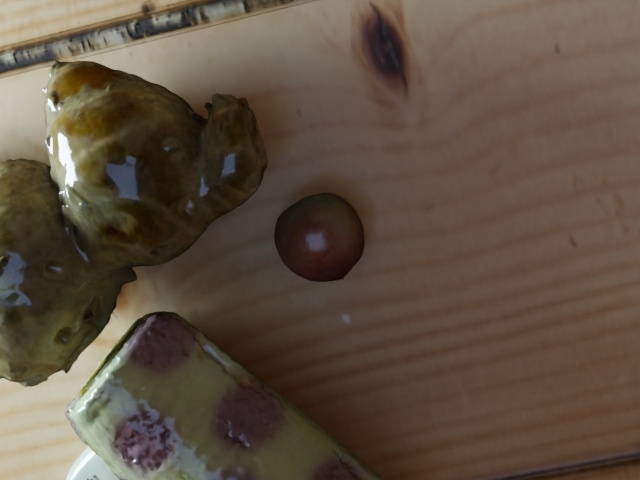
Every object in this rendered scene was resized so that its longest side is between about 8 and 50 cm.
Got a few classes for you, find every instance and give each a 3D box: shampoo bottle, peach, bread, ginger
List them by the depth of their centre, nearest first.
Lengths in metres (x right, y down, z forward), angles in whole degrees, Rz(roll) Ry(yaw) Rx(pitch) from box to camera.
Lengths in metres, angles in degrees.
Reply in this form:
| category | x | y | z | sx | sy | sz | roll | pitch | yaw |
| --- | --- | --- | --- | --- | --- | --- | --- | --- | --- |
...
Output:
| category | x | y | z | sx | sy | sz | roll | pitch | yaw |
| --- | --- | --- | --- | --- | --- | --- | --- | --- | --- |
| ginger | -0.222 | -0.030 | 1.636 | 0.375 | 0.176 | 0.256 | -28 | 84 | 16 |
| peach | 0.000 | -0.002 | 1.652 | 0.083 | 0.083 | 0.083 | 3 | 106 | 9 |
| bread | -0.067 | 0.215 | 1.662 | 0.338 | 0.187 | 0.155 | 38 | 78 | -3 |
| shampoo bottle | -0.216 | 0.242 | 1.776 | 0.152 | 0.045 | 0.077 | -42 | 96 | 18 |
